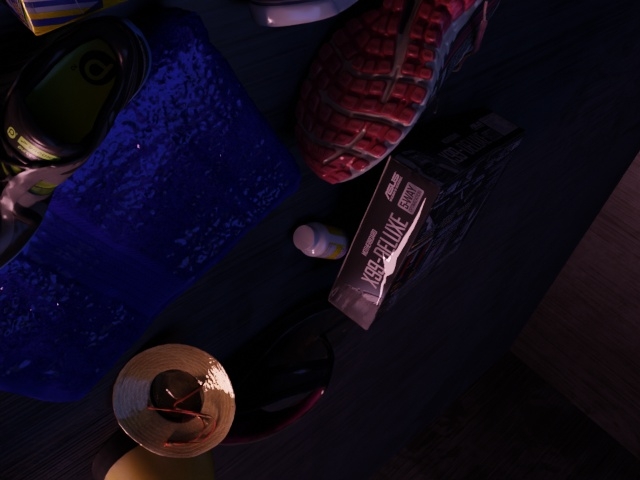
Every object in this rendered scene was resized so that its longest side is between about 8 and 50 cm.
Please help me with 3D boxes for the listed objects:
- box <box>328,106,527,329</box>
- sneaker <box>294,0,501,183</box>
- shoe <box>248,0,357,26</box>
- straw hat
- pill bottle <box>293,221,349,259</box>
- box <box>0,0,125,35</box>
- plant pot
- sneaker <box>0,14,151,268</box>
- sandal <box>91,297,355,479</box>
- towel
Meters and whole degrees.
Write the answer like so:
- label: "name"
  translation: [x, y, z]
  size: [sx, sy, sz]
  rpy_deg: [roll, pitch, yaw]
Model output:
- label: "box"
  translation: [0.158, -0.040, 0.859]
  size: [0.307, 0.076, 0.243]
  rpy_deg: [-32, 151, -47]
- label: "sneaker"
  translation: [0.092, -0.177, 0.571]
  size: [0.299, 0.121, 0.112]
  rpy_deg: [-53, 155, 9]
- label: "shoe"
  translation: [0.016, -0.230, 0.458]
  size: [0.177, 0.063, 0.081]
  rpy_deg: [-31, 135, -22]
- label: "straw hat"
  translation: [-0.168, 0.177, 0.711]
  size: [0.144, 0.144, 0.061]
  rpy_deg: [-51, -166, 6]
- label: "pill bottle"
  translation: [0.000, 0.000, 0.758]
  size: [0.043, 0.043, 0.083]
  rpy_deg: [-55, 153, 13]
- label: "box"
  translation: [-0.103, -0.182, 0.340]
  size: [0.168, 0.054, 0.059]
  rpy_deg: [-34, 150, -25]
- label: "plant pot"
  translation: [-0.181, 0.312, 0.724]
  size: [0.134, 0.095, 0.134]
  rpy_deg: [-20, 139, -19]
- label: "sneaker"
  translation: [-0.169, -0.054, 0.340]
  size: [0.188, 0.067, 0.078]
  rpy_deg: [-50, -165, 1]
- label: "sandal"
  translation: [-0.095, 0.235, 0.860]
  size: [0.445, 0.107, 0.168]
  rpy_deg: [-32, 149, -28]
- label: "towel"
  translation: [-0.156, -0.004, 0.478]
  size: [0.308, 0.076, 0.228]
  rpy_deg: [-47, 155, -3]
